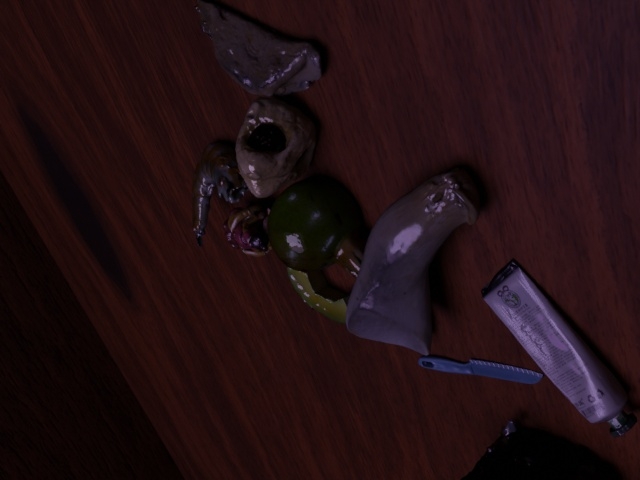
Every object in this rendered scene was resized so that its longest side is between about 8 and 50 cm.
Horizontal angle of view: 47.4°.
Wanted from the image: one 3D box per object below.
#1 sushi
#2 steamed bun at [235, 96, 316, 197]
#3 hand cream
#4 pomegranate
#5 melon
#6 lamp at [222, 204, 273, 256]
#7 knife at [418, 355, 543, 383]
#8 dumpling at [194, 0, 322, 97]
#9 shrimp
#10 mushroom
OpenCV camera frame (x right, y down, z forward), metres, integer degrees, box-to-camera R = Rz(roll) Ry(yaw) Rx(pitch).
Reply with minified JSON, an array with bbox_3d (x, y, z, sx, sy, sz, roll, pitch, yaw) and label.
[{"bbox_3d":[0.400,0.553,1.414,0.299,0.294,0.281,24,143,37],"label":"sushi"},{"bbox_3d":[-0.097,-0.163,1.397,0.141,0.155,0.172,21,146,9],"label":"steamed bun"},{"bbox_3d":[0.410,0.188,1.258,0.336,0.076,0.121,51,143,11],"label":"hand cream"},{"bbox_3d":[-0.009,0.000,1.481,0.241,0.159,0.190,52,150,-9],"label":"pomegranate"},{"bbox_3d":[0.011,0.119,1.668,0.209,0.064,0.118,30,137,25],"label":"melon"},{"bbox_3d":[-0.138,-0.026,1.618,0.118,0.118,0.253,59,161,-13],"label":"lamp"},{"bbox_3d":[0.316,0.259,1.480,0.313,0.019,0.044,0,120,48],"label":"knife"},{"bbox_3d":[-0.132,-0.331,1.367,0.332,0.086,0.166,33,141,33],"label":"dumpling"},{"bbox_3d":[-0.249,-0.126,1.668,0.287,0.068,0.185,-39,55,46],"label":"shrimp"},{"bbox_3d":[0.160,0.030,1.301,0.177,0.126,0.397,18,132,9],"label":"mushroom"}]
